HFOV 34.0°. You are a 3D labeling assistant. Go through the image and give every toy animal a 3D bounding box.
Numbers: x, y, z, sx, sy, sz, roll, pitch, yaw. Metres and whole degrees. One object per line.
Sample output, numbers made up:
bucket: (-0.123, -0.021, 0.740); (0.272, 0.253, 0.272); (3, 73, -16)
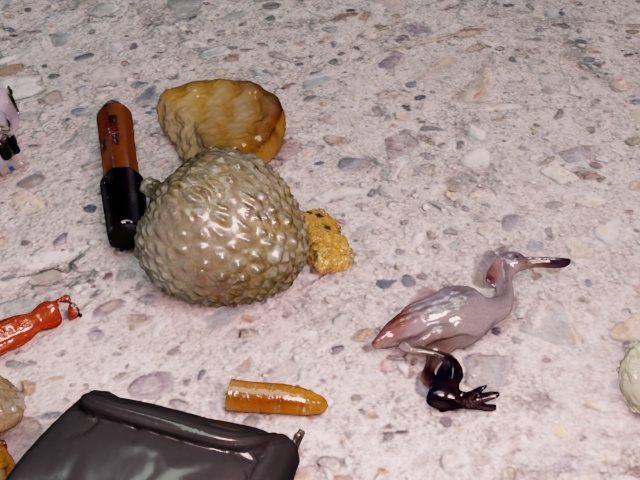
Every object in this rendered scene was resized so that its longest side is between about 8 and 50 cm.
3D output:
toy animal: (0.206, 0.113, 1.500); (0.195, 0.090, 0.324); (23, 54, 19)

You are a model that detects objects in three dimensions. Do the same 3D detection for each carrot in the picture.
carrot: (-0.058, 0.213, 1.420); (0.139, 0.048, 0.048); (3, 39, 4)

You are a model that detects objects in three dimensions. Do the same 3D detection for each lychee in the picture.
lychee: (-0.151, -0.016, 1.575); (0.274, 0.255, 0.255); (31, 40, -9)

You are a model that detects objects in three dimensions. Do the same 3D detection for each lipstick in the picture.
lipstick: (-0.351, -0.126, 1.837); (0.077, 0.077, 0.418); (-9, 38, -9)

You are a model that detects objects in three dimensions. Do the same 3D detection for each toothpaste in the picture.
toothpaste: (-0.609, -0.172, 1.943); (0.048, 0.031, 0.190); (-30, 49, -26)

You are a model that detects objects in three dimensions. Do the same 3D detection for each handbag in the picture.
handbag: (-0.187, 0.269, 1.249); (0.302, 0.177, 0.275); (12, 41, 17)

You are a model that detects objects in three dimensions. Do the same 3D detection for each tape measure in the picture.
tape measure: (-0.632, -0.184, 1.871); (0.196, 0.105, 0.178); (-20, 51, -6)

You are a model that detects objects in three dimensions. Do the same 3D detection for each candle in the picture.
candle: (-0.504, 0.160, 1.506); (0.329, 0.048, 0.051); (-26, 3, -27)

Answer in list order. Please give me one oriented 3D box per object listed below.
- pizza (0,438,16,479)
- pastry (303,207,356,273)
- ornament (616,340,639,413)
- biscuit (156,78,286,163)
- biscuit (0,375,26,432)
pizza: (-0.494, 0.284, 1.318); (0.306, 0.085, 0.161); (17, 43, 24)
pastry: (0.000, 0.000, 1.677); (0.080, 0.056, 0.140); (-8, 35, -26)
ornament: (0.501, 0.139, 1.431); (0.130, 0.120, 0.285); (19, 42, 27)
biscuit: (-0.170, -0.205, 1.914); (0.213, 0.091, 0.274); (-17, 39, -14)
biscuit: (-0.456, 0.216, 1.361); (0.133, 0.032, 0.250); (15, 9, 11)
